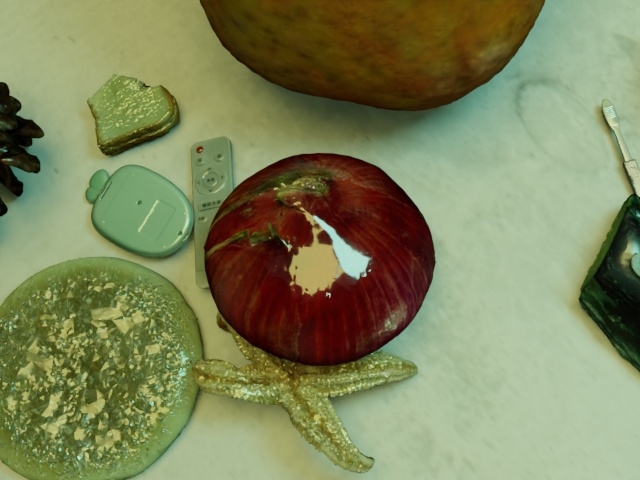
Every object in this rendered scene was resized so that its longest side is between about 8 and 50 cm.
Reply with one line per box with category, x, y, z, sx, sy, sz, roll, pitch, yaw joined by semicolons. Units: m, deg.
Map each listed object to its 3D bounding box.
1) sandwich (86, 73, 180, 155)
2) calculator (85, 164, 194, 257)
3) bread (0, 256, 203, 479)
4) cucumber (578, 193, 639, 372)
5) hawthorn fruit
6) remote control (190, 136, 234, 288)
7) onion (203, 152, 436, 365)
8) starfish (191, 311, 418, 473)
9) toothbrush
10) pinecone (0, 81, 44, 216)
sandwich;-0.221;-0.156;1.085;0.105;0.035;0.093;-17;69;2
calculator;-0.211;-0.036;1.044;0.153;0.021;0.095;29;84;21
bread;-0.257;0.138;0.990;0.267;0.040;0.266;-3;72;8
cucumber;0.329;0.057;0.903;0.115;0.086;0.193;-35;79;1
hawthorn fruit;0.066;-0.362;0.896;0.472;0.472;0.471;-3;71;8
remote control;-0.118;-0.032;1.034;0.050;0.027;0.184;-11;66;12
onion;0.003;0.007;0.915;0.248;0.161;0.248;13;49;-16
starfish;-0.015;0.132;0.929;0.216;0.071;0.238;-23;60;-7
toothbrush;0.336;-0.065;0.977;0.014;0.017;0.194;-17;70;6
pinecone;-0.446;-0.085;1.008;0.244;0.244;0.309;38;96;18
